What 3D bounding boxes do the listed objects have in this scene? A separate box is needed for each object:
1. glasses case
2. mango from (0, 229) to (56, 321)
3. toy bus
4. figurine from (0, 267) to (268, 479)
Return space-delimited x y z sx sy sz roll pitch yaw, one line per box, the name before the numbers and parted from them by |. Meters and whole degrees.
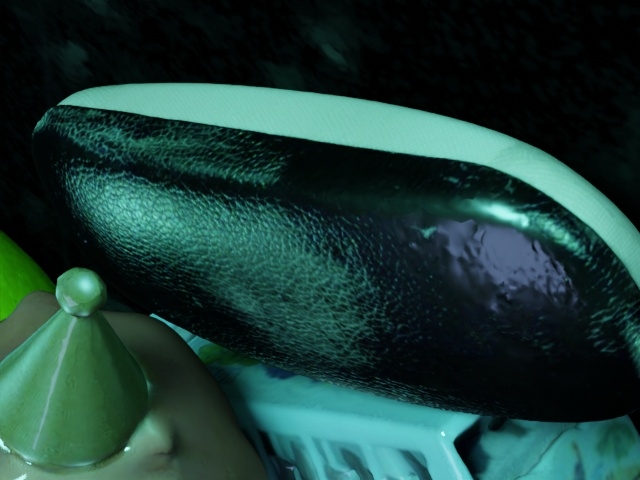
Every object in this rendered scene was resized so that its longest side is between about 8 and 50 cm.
glasses case | 0.000 0.000 0.726 0.314 0.075 0.122 10 141 46
mango | -0.280 0.019 1.036 0.343 0.156 0.192 35 144 19
toy bus | 0.004 0.106 0.863 0.330 0.109 0.136 -1 124 53
figurine | -0.121 0.125 0.809 0.207 0.166 0.387 40 149 1
